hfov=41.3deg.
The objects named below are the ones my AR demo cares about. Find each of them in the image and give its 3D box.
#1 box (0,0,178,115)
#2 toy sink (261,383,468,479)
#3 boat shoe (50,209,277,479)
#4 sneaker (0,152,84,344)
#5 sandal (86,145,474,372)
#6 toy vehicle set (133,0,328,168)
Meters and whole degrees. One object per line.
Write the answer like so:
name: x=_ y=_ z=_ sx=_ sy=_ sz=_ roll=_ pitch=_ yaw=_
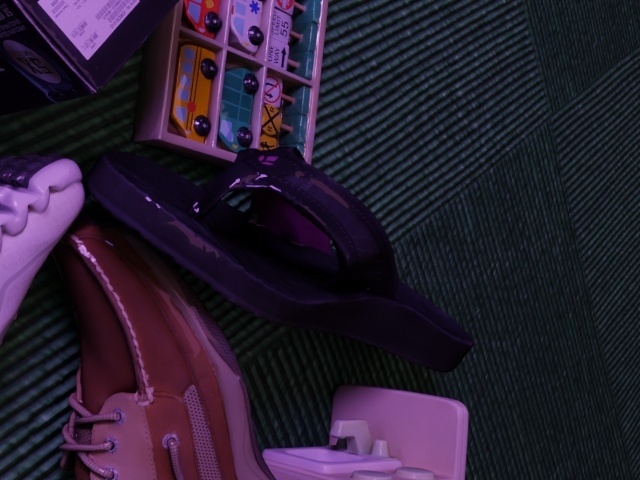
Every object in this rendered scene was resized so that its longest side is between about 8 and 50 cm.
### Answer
box: x=-0.155 y=-0.170 z=0.542 sx=0.077 sy=0.147 sz=0.180 roll=52 pitch=54 yaw=-33
toy sink: x=0.022 y=0.245 z=0.725 sx=0.131 sy=0.153 sz=0.234 roll=12 pitch=82 yaw=-46
boat shoe: x=-0.118 y=0.140 z=0.603 sx=0.120 sy=0.123 sz=0.323 roll=-32 pitch=111 yaw=-30
sneaker: x=-0.240 y=0.065 z=0.494 sx=0.292 sy=0.110 sz=0.118 roll=-51 pitch=133 yaw=-24
sandal: x=-0.001 y=-0.001 z=0.689 sx=0.107 sy=0.167 sz=0.446 roll=-55 pitch=143 yaw=7
toy vehicle set: x=-0.064 y=-0.193 z=0.719 sx=0.166 sy=0.035 sz=0.266 roll=12 pitch=81 yaw=-46
